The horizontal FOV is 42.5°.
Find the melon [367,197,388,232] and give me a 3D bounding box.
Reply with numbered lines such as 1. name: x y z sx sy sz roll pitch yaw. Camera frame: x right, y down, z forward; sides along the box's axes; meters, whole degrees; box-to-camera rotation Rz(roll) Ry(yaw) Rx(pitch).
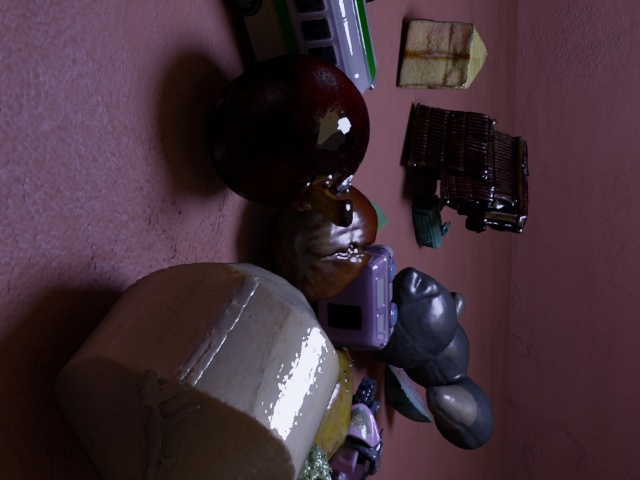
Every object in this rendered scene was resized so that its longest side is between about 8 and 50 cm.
1. melon: 0.055 -0.043 1.670 0.262 0.053 0.114 25 91 -62

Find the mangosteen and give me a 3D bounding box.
1. mangosteen: -0.030 -0.121 1.151 0.261 0.235 0.235 65 13 23

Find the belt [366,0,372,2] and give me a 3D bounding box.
1. belt: 0.072 -0.498 1.375 0.267 0.206 0.116 -60 145 -31

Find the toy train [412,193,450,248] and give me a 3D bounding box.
1. toy train: 0.288 -0.050 2.158 0.099 0.070 0.172 -54 144 -32

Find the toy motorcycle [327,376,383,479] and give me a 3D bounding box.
1. toy motorcycle: 0.039 0.425 1.572 0.188 0.143 0.327 -14 123 -84

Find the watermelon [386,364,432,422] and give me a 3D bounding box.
1. watermelon: 0.214 0.385 2.058 0.094 0.081 0.180 -15 74 -45

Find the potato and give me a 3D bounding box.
1. potato: -0.028 0.310 1.417 0.300 0.140 0.173 -57 143 -43

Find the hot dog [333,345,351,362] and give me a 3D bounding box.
1. hot dog: 0.022 0.254 1.631 0.140 0.060 0.090 22 71 -73

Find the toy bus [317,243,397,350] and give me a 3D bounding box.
1. toy bus: 0.067 0.114 1.596 0.142 0.142 0.202 -37 128 -67

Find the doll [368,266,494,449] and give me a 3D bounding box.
1. doll: 0.243 0.231 1.776 0.252 0.378 0.382 -48 139 3

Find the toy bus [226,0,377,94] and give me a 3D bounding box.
1. toy bus: -0.023 -0.345 1.220 0.305 0.179 0.143 74 31 -41

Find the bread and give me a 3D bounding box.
1. bread: 0.305 -0.415 1.983 0.264 0.168 0.163 13 85 -68

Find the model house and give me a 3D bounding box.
1. model house: 0.328 -0.172 2.050 0.282 0.297 0.317 14 73 -27

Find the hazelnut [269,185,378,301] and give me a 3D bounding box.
1. hazelnut: 0.003 0.001 1.364 0.181 0.181 0.212 -150 -106 -71

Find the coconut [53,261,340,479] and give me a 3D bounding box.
1. coconut: -0.140 0.184 0.940 0.323 0.323 0.323 6 90 -67

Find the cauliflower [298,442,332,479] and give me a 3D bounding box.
1. cauliflower: -0.100 0.402 1.114 0.272 0.250 0.275 -54 -172 -36
